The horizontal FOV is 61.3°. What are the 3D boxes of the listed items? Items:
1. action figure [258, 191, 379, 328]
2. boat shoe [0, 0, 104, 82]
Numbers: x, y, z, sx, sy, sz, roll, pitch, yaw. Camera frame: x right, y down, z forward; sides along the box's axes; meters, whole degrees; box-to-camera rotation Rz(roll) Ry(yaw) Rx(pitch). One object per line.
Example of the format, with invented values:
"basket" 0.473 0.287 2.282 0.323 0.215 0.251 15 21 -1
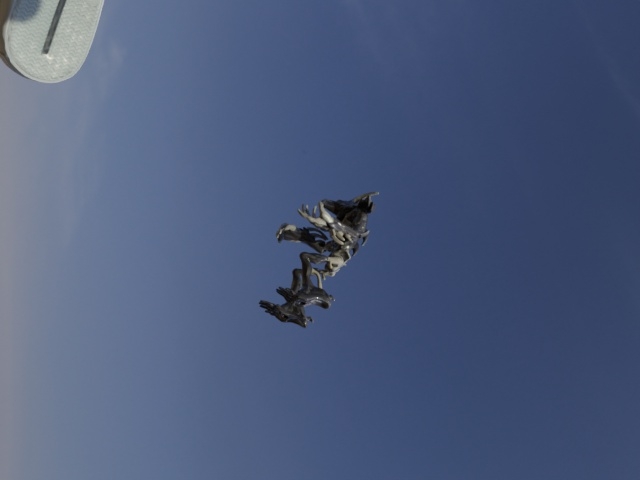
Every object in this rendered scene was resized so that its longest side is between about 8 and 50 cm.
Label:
"action figure" 0.000 0.000 0.911 0.140 0.276 0.164 33 -34 -5
"boat shoe" -0.168 -0.222 0.360 0.075 0.083 0.226 36 -82 33
